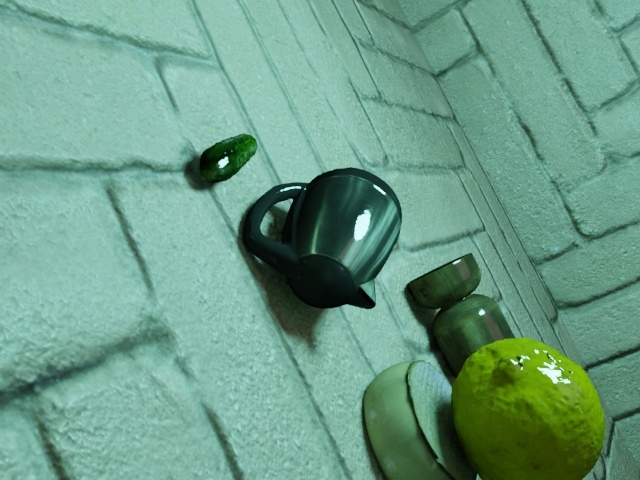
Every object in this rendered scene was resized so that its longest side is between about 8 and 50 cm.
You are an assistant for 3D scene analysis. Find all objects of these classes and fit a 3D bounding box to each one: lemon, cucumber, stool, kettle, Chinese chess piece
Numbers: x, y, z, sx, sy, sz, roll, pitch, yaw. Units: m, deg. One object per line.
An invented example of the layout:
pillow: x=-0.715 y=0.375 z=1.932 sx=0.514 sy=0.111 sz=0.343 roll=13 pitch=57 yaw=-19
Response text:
lemon: x=0.376 y=0.326 z=1.298 sx=0.268 sy=0.268 sz=0.321 roll=-74 pitch=151 yaw=-57
cucumber: x=-0.158 y=-0.152 z=1.261 sx=0.069 sy=0.069 sz=0.227 roll=57 pitch=23 yaw=-9
stool: x=0.352 y=0.185 z=1.746 sx=0.264 sy=0.179 sz=0.179 roll=63 pitch=25 yaw=4
kettle: x=0.017 y=0.002 z=1.283 sx=0.250 sy=0.207 sz=0.271 roll=57 pitch=32 yaw=-25
Chinese chess piece: x=0.194 y=0.361 z=1.341 sx=0.270 sy=0.112 sz=0.270 roll=45 pitch=29 yaw=-33
